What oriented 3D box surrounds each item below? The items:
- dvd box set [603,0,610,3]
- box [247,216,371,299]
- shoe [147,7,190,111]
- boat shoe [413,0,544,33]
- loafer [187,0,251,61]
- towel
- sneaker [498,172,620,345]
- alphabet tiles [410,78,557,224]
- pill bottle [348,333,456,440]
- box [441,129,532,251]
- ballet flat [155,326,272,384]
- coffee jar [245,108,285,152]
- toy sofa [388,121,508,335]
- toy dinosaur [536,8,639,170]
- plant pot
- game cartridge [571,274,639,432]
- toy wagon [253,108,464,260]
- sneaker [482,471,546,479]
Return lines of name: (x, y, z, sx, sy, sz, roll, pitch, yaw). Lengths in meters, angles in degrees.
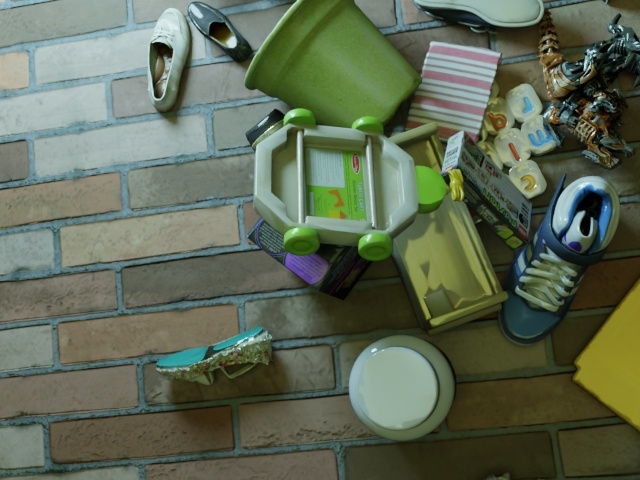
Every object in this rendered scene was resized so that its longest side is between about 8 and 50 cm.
dvd box set: (0.606, -0.702, 1.674, 0.420, 0.062, 0.307, -41, 77, 4)
box: (0.000, 0.000, 1.593, 0.165, 0.270, 0.143, 36, 90, 12)
shoe: (-0.315, -0.378, 1.809, 0.077, 0.058, 0.218, 4, 84, 11)
boat shoe: (0.302, -0.452, 1.692, 0.255, 0.079, 0.095, 9, 86, 14)
loafer: (-0.212, -0.437, 1.795, 0.170, 0.061, 0.062, 40, 93, 13)
towel: (0.255, -0.282, 1.689, 0.144, 0.029, 0.196, 15, 84, 17)
sneaker: (0.410, 0.034, 1.529, 0.130, 0.236, 0.322, 30, 89, 13)
alphabet tiles: (0.301, -0.182, 1.687, 0.284, 0.021, 0.277, -25, 77, 7)
pill bottle: (0.144, 0.251, 1.511, 0.177, 0.318, 0.176, -1, 82, 9)
box: (0.298, -0.088, 1.561, 0.036, 0.114, 0.207, -29, 119, 38)
ballet flat: (-0.201, 0.238, 1.702, 0.241, 0.091, 0.077, -18, 102, 12)
coffee jar: (-0.062, -0.165, 1.724, 0.096, 0.079, 0.184, -38, 79, 6)
toy sofa: (0.200, -0.018, 1.616, 0.150, 0.177, 0.362, -21, 80, -2)
toy dinosaur: (0.490, -0.293, 1.607, 0.218, 0.164, 0.321, -32, 91, 21)
plant pot: (0.042, -0.315, 1.650, 0.254, 0.276, 0.276, 40, 91, 1)
game cartridge: (0.651, 0.228, 1.559, 0.324, 0.053, 0.285, 38, 91, 15)
toy wagon: (0.064, -0.087, 1.442, 0.345, 0.068, 0.267, 5, 55, -9)
sneaker: (0.306, 0.470, 1.572, 0.253, 0.103, 0.111, 0, 79, 4)
